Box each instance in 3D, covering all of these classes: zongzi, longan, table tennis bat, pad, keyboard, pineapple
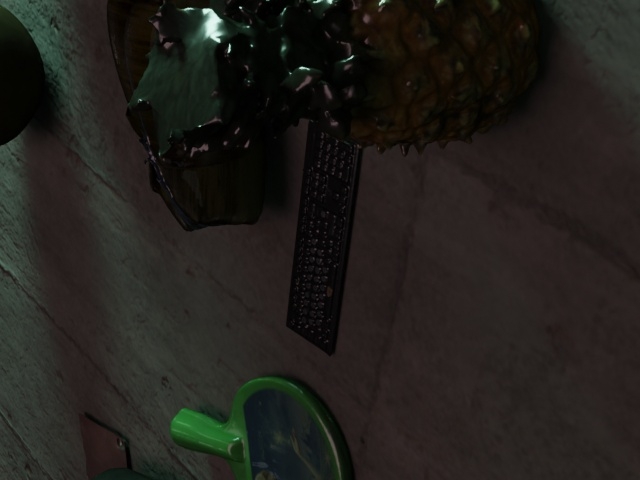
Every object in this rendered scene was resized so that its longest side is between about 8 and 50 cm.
[{"bbox_3d":[-0.136,-0.132,1.019,0.242,0.112,0.221,24,121,56],"label":"zongzi"},{"bbox_3d":[-0.394,-0.187,1.289,0.167,0.167,0.187,59,153,20],"label":"longan"},{"bbox_3d":[-0.062,0.201,1.089,0.257,0.039,0.160,6,104,49],"label":"table tennis bat"},{"bbox_3d":[-0.257,0.312,1.401,0.113,0.006,0.188,14,114,48],"label":"pad"},{"bbox_3d":[0.000,0.000,0.961,0.063,0.010,0.198,32,125,40],"label":"keyboard"},{"bbox_3d":[0.002,-0.113,0.702,0.158,0.278,0.158,26,124,45],"label":"pineapple"}]

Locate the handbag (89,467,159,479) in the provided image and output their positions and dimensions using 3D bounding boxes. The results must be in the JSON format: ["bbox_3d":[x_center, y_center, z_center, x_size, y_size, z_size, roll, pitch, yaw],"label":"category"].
[{"bbox_3d":[-0.191,0.408,1.170,0.340,0.247,0.240,7,118,49],"label":"handbag"}]
